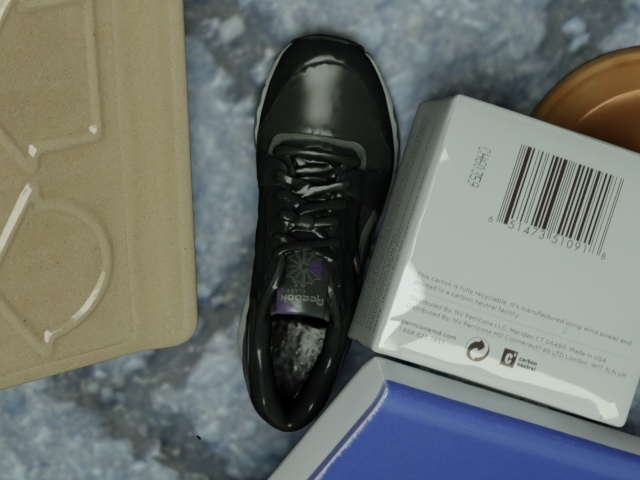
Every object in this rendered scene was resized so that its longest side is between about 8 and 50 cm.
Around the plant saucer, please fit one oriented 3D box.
[{"bbox_3d":[0.240,-0.041,1.358,0.200,0.037,0.200,0,110,0],"label":"plant saucer"}]

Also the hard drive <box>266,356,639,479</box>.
[{"bbox_3d":[0.114,0.202,1.354,0.319,0.040,0.210,19,125,-30],"label":"hard drive"}]

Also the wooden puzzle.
[{"bbox_3d":[-0.264,-0.040,1.290,0.348,0.080,0.322,-12,118,-22],"label":"wooden puzzle"}]

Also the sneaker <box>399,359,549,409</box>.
[{"bbox_3d":[0.115,0.110,1.392,0.092,0.087,0.228,-20,116,0],"label":"sneaker"}]

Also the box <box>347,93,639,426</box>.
[{"bbox_3d":[0.135,0.012,1.269,0.181,0.119,0.181,18,90,-8],"label":"box"}]

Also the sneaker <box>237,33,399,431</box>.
[{"bbox_3d":[0.000,0.000,1.325,0.107,0.124,0.283,5,109,-2],"label":"sneaker"}]

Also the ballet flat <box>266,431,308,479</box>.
[{"bbox_3d":[-0.054,0.261,1.438,0.280,0.095,0.096,-41,117,13],"label":"ballet flat"}]
